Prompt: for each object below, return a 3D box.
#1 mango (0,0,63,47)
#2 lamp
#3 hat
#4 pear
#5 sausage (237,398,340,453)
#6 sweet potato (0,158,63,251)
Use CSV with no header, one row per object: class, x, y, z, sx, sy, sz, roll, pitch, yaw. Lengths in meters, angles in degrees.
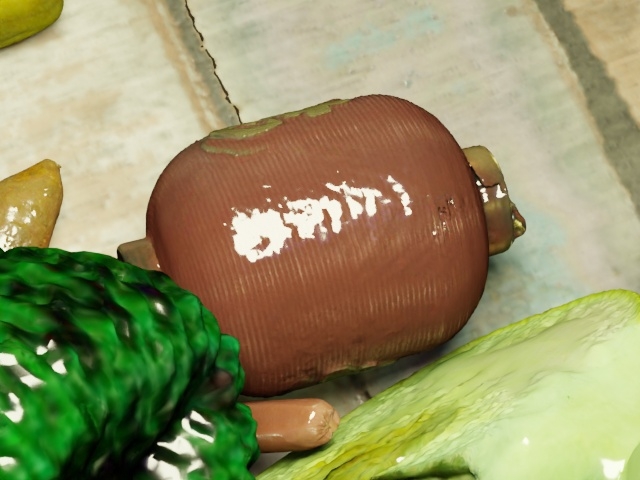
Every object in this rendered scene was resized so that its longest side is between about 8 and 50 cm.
mango,-0.314,-0.236,1.092,0.317,0.119,0.176,39,69,-2
lamp,0.000,0.000,1.015,0.258,0.180,0.180,-16,73,-13
hat,-0.224,0.128,0.891,0.332,0.274,0.242,-3,95,33
pear,0.123,0.153,0.951,0.282,0.286,0.176,-34,98,-40
sausage,-0.053,0.114,0.993,0.147,0.030,0.035,-9,60,38
sweet potato,-0.229,0.038,1.033,0.065,0.051,0.218,35,71,2
